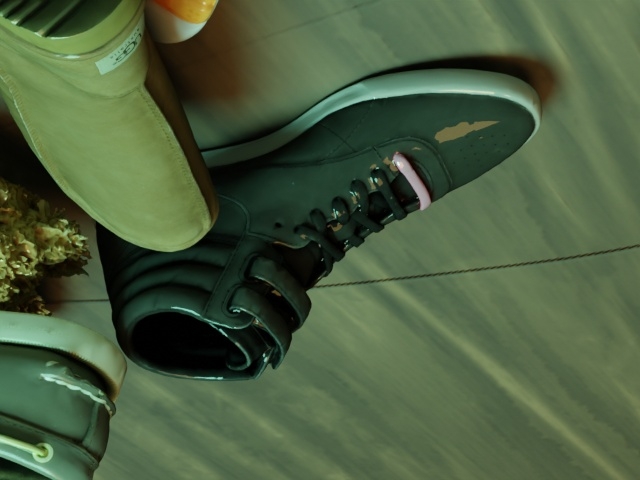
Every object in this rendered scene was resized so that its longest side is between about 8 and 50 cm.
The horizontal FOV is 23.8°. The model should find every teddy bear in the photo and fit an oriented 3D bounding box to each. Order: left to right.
[{"bbox_3d":[-0.279,0.037,0.979,0.245,0.113,0.338,11,148,-9],"label":"teddy bear"}]

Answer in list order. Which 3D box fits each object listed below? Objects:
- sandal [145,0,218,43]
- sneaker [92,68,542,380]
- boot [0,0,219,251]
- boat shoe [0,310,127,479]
[{"bbox_3d":[-0.052,-0.186,0.700,0.102,0.076,0.265,42,148,0],"label":"sandal"},{"bbox_3d":[0.000,0.000,0.911,0.296,0.147,0.104,-17,139,13],"label":"sneaker"},{"bbox_3d":[-0.161,-0.112,0.769,0.089,0.236,0.269,-44,166,-11],"label":"boot"},{"bbox_3d":[-0.268,0.094,0.876,0.305,0.091,0.109,2,148,9],"label":"boat shoe"}]
